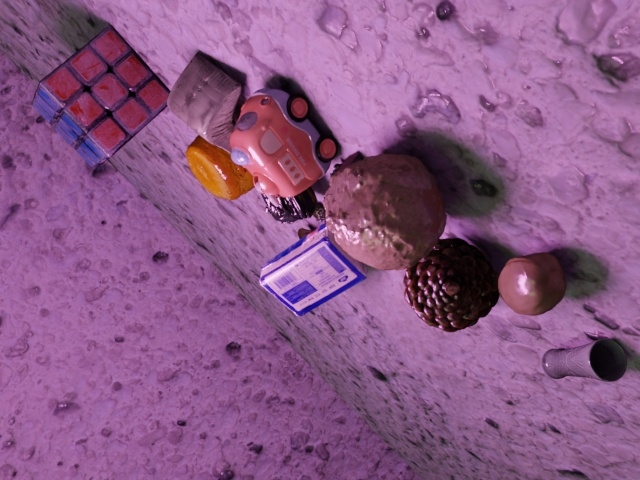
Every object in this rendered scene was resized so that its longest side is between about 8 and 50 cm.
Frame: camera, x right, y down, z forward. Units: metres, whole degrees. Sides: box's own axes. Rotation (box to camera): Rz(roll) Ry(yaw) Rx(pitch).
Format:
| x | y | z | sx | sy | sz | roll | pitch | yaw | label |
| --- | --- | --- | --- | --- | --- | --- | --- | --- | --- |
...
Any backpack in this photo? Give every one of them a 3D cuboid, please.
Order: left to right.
| x | y | z | sx | sy | sz | roll | pitch | yaw | label |
| --- | --- | --- | --- | --- | --- | --- | --- | --- | --- |
| -0.121 | -0.172 | 1.877 | 0.206 | 0.133 | 0.258 | -78 | -35 | -66 | backpack |

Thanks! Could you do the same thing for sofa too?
| x | y | z | sx | sy | sz | roll | pitch | yaw | label |
| --- | --- | --- | --- | --- | --- | --- | --- | --- | --- |
| -0.274 | -0.366 | 1.872 | 0.210 | 0.176 | 0.225 | 41 | -171 | 31 | sofa |

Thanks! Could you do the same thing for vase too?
| x | y | z | sx | sy | sz | roll | pitch | yaw | label |
| --- | --- | --- | --- | --- | --- | --- | --- | --- | --- |
| 0.607 | 0.285 | 1.589 | 0.096 | 0.096 | 0.219 | 43 | 162 | -1 | vase |

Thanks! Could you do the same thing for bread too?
| x | y | z | sx | sy | sz | roll | pitch | yaw | label |
| --- | --- | --- | --- | --- | --- | --- | --- | --- | --- |
| -0.305 | -0.241 | 2.110 | 0.268 | 0.145 | 0.268 | 37 | 156 | 20 | bread |

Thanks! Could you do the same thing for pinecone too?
| x | y | z | sx | sy | sz | roll | pitch | yaw | label |
| --- | --- | --- | --- | --- | --- | --- | --- | --- | --- |
| 0.307 | 0.104 | 1.605 | 0.224 | 0.224 | 0.272 | 38 | -177 | 11 | pinecone |

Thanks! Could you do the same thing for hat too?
| x | y | z | sx | sy | sz | roll | pitch | yaw | label |
| --- | --- | --- | --- | --- | --- | --- | --- | --- | --- |
| 0.000 | 0.000 | 2.158 | 0.146 | 0.067 | 0.146 | 43 | -158 | -22 | hat |

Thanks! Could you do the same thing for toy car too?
| x | y | z | sx | sy | sz | roll | pitch | yaw | label |
| --- | --- | --- | --- | --- | --- | --- | --- | --- | --- |
| -0.111 | -0.230 | 1.686 | 0.180 | 0.212 | 0.271 | 9 | 141 | 56 | toy car |

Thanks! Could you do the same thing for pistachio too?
| x | y | z | sx | sy | sz | roll | pitch | yaw | label |
| --- | --- | --- | --- | --- | --- | --- | --- | --- | --- |
| 0.449 | 0.094 | 1.446 | 0.135 | 0.136 | 0.226 | 37 | 167 | 13 | pistachio |

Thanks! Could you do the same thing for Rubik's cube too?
| x | y | z | sx | sy | sz | roll | pitch | yaw | label |
| --- | --- | --- | --- | --- | --- | --- | --- | --- | --- |
| -0.708 | -0.451 | 2.195 | 0.305 | 0.304 | 0.301 | 51 | 158 | -17 | Rubik's cube |

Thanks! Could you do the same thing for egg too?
| x | y | z | sx | sy | sz | roll | pitch | yaw | label |
| --- | --- | --- | --- | --- | --- | --- | --- | --- | --- |
| 0.142 | -0.065 | 1.490 | 0.279 | 0.279 | 0.310 | 53 | 171 | -25 | egg |

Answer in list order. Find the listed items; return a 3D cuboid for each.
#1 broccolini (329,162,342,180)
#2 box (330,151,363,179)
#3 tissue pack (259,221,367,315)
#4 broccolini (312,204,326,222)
| x | y | z | sx | sy | sz | roll | pitch | yaw | label |
| --- | --- | --- | --- | --- | --- | --- | --- | --- | --- |
| 0.103 | -0.072 | 1.856 | 0.073 | 0.079 | 0.392 | 17 | 157 | 27 | broccolini |
| 0.078 | -0.163 | 1.666 | 0.063 | 0.085 | 0.060 | 42 | 159 | -16 | box |
| -0.021 | 0.085 | 2.047 | 0.209 | 0.269 | 0.137 | 41 | -153 | -32 | tissue pack |
| -0.065 | -0.120 | 2.056 | 0.239 | 0.054 | 0.051 | 31 | 171 | 33 | broccolini |
